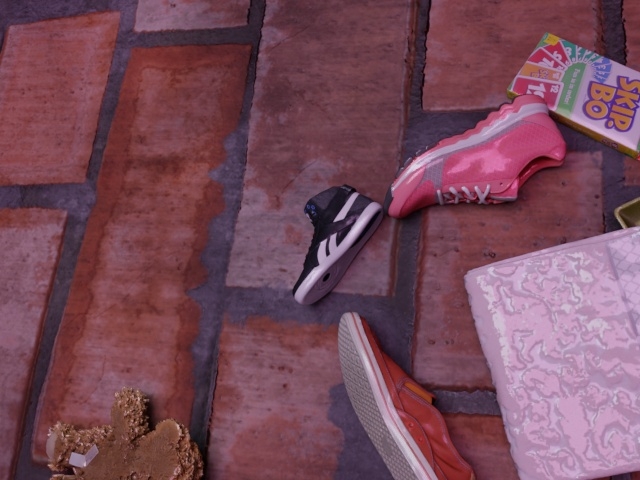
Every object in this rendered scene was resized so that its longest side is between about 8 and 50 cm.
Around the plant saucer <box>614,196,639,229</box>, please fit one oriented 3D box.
[{"bbox_3d":[0.563,-0.002,0.951,0.188,0.045,0.189,-27,67,8],"label":"plant saucer"}]

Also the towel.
[{"bbox_3d":[0.395,0.160,0.924,0.316,0.053,0.332,-19,70,21],"label":"towel"}]

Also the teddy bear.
[{"bbox_3d":[-0.335,0.382,1.094,0.337,0.113,0.245,-28,60,16],"label":"teddy bear"}]

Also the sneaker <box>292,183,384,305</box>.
[{"bbox_3d":[0.000,0.000,1.114,0.121,0.079,0.217,35,78,26],"label":"sneaker"}]

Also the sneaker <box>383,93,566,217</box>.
[{"bbox_3d":[0.250,-0.107,1.043,0.313,0.116,0.136,-31,70,7],"label":"sneaker"}]

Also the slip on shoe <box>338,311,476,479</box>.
[{"bbox_3d":[0.120,0.251,0.989,0.101,0.123,0.331,-18,60,-23],"label":"slip on shoe"}]

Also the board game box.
[{"bbox_3d":[0.453,-0.236,1.064,0.259,0.039,0.124,34,87,20],"label":"board game box"}]
